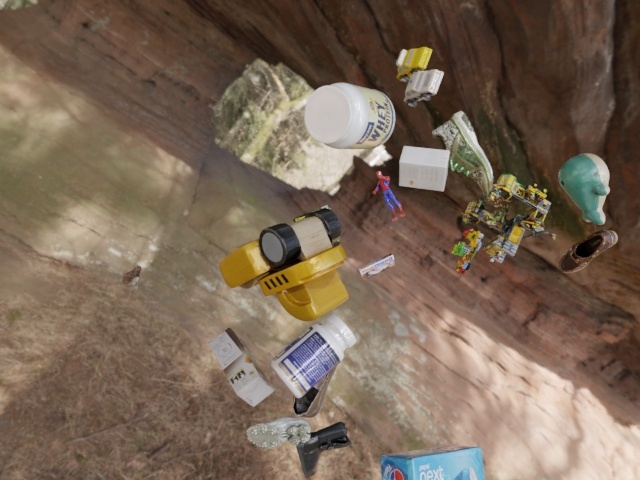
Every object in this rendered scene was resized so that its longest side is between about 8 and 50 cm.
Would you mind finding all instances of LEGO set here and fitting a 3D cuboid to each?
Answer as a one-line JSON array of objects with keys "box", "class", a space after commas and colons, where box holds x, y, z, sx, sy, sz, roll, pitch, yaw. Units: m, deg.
[{"box": [0.628, -0.057, 1.620, 0.255, 0.192, 0.331, 35, -23, -5], "class": "LEGO set"}]

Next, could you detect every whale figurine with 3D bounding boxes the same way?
[{"box": [0.984, -0.186, 1.742, 0.216, 0.141, 0.271, -104, 178, -78], "class": "whale figurine"}]

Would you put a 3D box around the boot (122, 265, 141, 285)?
[{"box": [-0.763, 0.162, 1.869, 0.037, 0.106, 0.114, 39, 9, -31], "class": "boot"}]

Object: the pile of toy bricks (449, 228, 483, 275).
[{"box": [0.639, 0.050, 2.091, 0.105, 0.212, 0.118, 22, 41, 8], "class": "pile of toy bricks"}]

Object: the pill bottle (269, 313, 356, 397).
[{"box": [-0.021, 0.371, 1.515, 0.153, 0.265, 0.153, 47, -15, 17], "class": "pill bottle"}]

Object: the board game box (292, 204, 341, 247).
[{"box": [0.000, 0.000, 1.660, 0.030, 0.136, 0.259, -116, -174, -48], "class": "board game box"}]

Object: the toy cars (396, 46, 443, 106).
[{"box": [0.332, -0.603, 1.672, 0.087, 0.176, 0.393, 21, 38, -18], "class": "toy cars"}]

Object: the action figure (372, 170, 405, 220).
[{"box": [0.336, -0.244, 2.438, 0.139, 0.092, 0.280, -3, 68, -46], "class": "action figure"}]

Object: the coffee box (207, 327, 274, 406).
[{"box": [-0.281, 0.444, 1.639, 0.246, 0.098, 0.141, 46, -12, 38], "class": "coffee box"}]

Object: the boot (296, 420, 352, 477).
[{"box": [0.020, 0.806, 1.784, 0.094, 0.208, 0.246, -110, -171, -57], "class": "boot"}]

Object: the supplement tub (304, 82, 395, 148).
[{"box": [0.113, -0.462, 1.744, 0.235, 0.235, 0.325, 45, 31, 20], "class": "supplement tub"}]

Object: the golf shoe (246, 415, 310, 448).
[{"box": [-0.117, 0.531, 1.301, 0.177, 0.069, 0.086, 2, 9, -4], "class": "golf shoe"}]

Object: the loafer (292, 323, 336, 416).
[{"box": [-0.020, 0.496, 1.730, 0.134, 0.365, 0.130, 10, 0, 19], "class": "loafer"}]

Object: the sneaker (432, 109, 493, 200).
[{"box": [0.603, -0.339, 1.977, 0.409, 0.182, 0.158, 69, 16, 13], "class": "sneaker"}]

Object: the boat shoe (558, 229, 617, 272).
[{"box": [0.819, 0.036, 1.451, 0.073, 0.206, 0.073, -10, 57, -30], "class": "boat shoe"}]

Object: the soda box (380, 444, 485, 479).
[{"box": [0.195, 0.393, 0.784, 0.210, 0.067, 0.071, 15, 65, -40], "class": "soda box"}]

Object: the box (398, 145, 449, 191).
[{"box": [0.385, -0.268, 1.728, 0.171, 0.090, 0.130, 10, -34, 16], "class": "box"}]

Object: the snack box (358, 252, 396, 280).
[{"box": [0.276, 0.128, 2.245, 0.064, 0.179, 0.022, 66, -3, -30], "class": "snack box"}]

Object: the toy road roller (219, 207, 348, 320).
[{"box": [-0.075, 0.083, 1.170, 0.203, 0.330, 0.240, -23, 89, -43], "class": "toy road roller"}]
